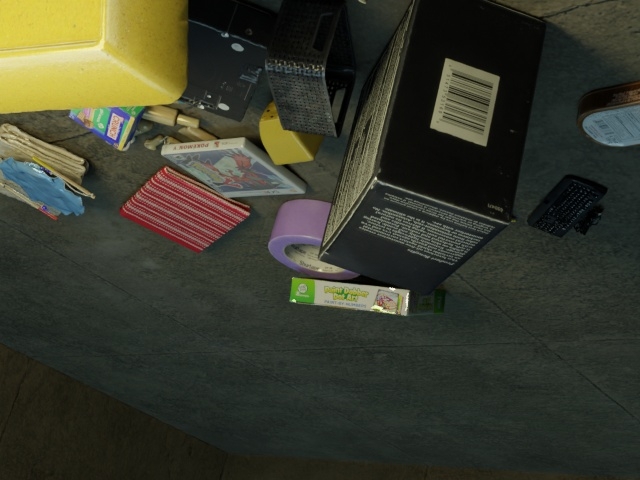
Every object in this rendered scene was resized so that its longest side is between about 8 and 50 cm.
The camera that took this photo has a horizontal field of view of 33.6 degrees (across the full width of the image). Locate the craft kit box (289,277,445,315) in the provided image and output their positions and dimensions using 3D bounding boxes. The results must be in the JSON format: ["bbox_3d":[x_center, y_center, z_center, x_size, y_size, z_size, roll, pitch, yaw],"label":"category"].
[{"bbox_3d":[0.100,0.112,2.135,0.246,0.061,0.250,8,-179,22],"label":"craft kit box"}]

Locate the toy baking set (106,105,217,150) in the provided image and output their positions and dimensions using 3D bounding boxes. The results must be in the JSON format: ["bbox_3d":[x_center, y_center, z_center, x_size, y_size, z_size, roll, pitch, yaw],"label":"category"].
[{"bbox_3d":[-0.308,-0.191,1.856,0.256,0.030,0.197,17,157,-3],"label":"toy baking set"}]

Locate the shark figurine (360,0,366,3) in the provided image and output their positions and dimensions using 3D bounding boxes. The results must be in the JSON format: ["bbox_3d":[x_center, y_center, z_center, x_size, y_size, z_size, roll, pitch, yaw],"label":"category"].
[{"bbox_3d":[-0.045,-0.378,1.176,0.166,0.116,0.278,5,153,25],"label":"shark figurine"}]

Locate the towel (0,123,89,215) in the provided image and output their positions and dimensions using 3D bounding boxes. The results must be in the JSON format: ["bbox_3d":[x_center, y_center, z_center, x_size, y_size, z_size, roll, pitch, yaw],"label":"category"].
[{"bbox_3d":[-0.575,-0.138,2.121,0.187,0.049,0.282,26,154,-18],"label":"towel"}]

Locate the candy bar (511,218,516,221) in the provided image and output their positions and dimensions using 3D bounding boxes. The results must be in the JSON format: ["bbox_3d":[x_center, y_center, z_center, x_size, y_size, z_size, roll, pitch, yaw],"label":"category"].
[{"bbox_3d":[0.290,-0.066,1.780,0.040,0.018,0.161,-1,152,26],"label":"candy bar"}]

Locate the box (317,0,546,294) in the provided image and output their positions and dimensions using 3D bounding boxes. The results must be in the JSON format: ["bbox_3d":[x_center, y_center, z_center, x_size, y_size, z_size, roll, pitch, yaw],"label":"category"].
[{"bbox_3d":[0.142,-0.124,1.397,0.182,0.296,0.294,18,158,-8],"label":"box"}]

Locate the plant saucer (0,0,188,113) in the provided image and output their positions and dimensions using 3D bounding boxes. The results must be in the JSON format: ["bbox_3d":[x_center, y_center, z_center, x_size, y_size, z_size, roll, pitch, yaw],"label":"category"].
[{"bbox_3d":[-0.302,-0.317,1.192,0.332,0.333,0.081,1,-179,29],"label":"plant saucer"}]

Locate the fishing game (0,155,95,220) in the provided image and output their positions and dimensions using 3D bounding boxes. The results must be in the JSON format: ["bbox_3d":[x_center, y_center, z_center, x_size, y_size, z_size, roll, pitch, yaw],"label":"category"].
[{"bbox_3d":[-0.537,-0.111,2.052,0.189,0.041,0.264,33,157,-17],"label":"fishing game"}]

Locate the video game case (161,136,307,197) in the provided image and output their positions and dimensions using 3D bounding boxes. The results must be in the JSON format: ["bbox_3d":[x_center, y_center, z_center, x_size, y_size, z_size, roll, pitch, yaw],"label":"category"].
[{"bbox_3d":[-0.152,-0.126,1.886,0.183,0.023,0.201,-2,158,33],"label":"video game case"}]

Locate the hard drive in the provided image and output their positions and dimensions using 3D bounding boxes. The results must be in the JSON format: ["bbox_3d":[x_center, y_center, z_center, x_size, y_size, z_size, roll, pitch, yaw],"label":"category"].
[{"bbox_3d":[-0.244,-0.300,1.532,0.338,0.064,0.237,18,157,-8],"label":"hard drive"}]

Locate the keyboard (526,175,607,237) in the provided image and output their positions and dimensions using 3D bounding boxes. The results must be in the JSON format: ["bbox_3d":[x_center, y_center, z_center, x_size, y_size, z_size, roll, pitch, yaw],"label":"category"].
[{"bbox_3d":[0.411,-0.041,1.739,0.100,0.038,0.192,16,158,-3],"label":"keyboard"}]

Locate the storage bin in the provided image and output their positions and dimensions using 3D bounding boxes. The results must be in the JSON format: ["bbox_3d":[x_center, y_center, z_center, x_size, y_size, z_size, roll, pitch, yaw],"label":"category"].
[{"bbox_3d":[-0.010,-0.236,1.455,0.084,0.122,0.180,10,156,11],"label":"storage bin"}]

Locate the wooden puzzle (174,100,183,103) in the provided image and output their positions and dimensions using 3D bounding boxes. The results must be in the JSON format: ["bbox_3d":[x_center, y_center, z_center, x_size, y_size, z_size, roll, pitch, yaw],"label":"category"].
[{"bbox_3d":[-0.236,-0.239,1.733,0.083,0.006,0.049,6,155,21],"label":"wooden puzzle"}]

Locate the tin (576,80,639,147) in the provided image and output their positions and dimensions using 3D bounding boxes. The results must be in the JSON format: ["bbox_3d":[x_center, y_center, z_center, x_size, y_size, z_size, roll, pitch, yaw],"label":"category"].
[{"bbox_3d":[0.438,-0.171,1.435,0.189,0.040,0.106,-8,152,42],"label":"tin"}]

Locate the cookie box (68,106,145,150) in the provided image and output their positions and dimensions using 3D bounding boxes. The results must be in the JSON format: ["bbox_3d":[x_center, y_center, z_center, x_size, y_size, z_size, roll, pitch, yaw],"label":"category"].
[{"bbox_3d":[-0.355,-0.214,1.762,0.107,0.040,0.092,33,139,-3],"label":"cookie box"}]

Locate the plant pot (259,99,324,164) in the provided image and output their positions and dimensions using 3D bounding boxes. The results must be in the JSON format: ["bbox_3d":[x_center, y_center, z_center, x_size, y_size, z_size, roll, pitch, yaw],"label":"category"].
[{"bbox_3d":[-0.049,-0.179,1.667,0.081,0.081,0.083,-3,140,37],"label":"plant pot"}]

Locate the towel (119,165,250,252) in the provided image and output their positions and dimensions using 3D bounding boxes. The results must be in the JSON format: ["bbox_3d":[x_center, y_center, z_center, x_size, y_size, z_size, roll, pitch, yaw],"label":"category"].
[{"bbox_3d":[-0.276,-0.060,2.132,0.198,0.031,0.275,27,153,-20],"label":"towel"}]

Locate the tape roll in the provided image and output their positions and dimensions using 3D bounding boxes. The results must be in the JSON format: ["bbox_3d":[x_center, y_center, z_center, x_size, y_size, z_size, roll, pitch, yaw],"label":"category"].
[{"bbox_3d":[0.000,0.000,2.033,0.189,0.080,0.189,12,157,5],"label":"tape roll"}]
